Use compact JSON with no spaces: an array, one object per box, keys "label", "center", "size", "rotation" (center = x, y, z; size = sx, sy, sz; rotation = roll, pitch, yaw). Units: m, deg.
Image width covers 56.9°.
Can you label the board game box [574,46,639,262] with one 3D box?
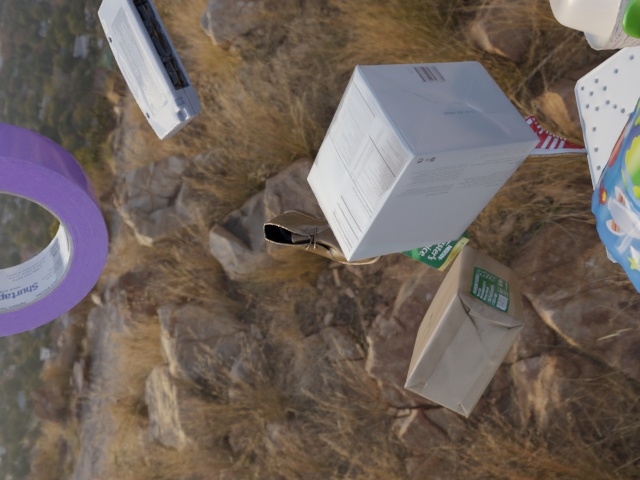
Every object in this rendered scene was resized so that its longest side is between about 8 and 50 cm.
[{"label":"board game box","center":[0.627,-0.186,1.038],"size":[0.390,0.050,0.389],"rotation":[140,126,-70]}]

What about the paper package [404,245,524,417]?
[{"label":"paper package","center":[0.357,0.214,1.472],"size":[0.168,0.325,0.309],"rotation":[25,114,7]}]

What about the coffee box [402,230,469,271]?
[{"label":"coffee box","center":[0.234,-0.010,1.353],"size":[0.113,0.184,0.040],"rotation":[-55,19,32]}]

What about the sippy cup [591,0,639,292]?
[{"label":"sippy cup","center":[0.312,-0.059,0.400],"size":[0.240,0.305,0.224],"rotation":[23,151,9]}]

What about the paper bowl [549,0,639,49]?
[{"label":"paper bowl","center":[0.414,-0.420,0.847],"size":[0.148,0.284,0.284],"rotation":[-5,83,12]}]

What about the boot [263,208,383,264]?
[{"label":"boot","center":[0.000,0.000,1.342],"size":[0.305,0.115,0.112],"rotation":[13,109,36]}]

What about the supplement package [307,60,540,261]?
[{"label":"supplement package","center":[0.119,-0.102,0.761],"size":[0.149,0.194,0.203],"rotation":[64,148,27]}]

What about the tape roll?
[{"label":"tape roll","center":[-0.415,-0.006,0.736],"size":[0.090,0.275,0.274],"rotation":[53,126,43]}]

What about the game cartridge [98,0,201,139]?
[{"label":"game cartridge","center":[-0.353,-0.364,1.208],"size":[0.198,0.062,0.297],"rotation":[-10,107,62]}]

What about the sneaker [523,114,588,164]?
[{"label":"sneaker","center":[0.327,-0.146,0.857],"size":[0.042,0.119,0.067],"rotation":[115,152,-71]}]
